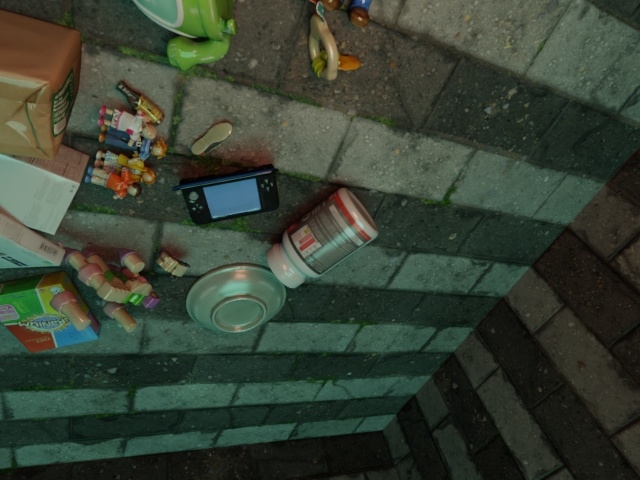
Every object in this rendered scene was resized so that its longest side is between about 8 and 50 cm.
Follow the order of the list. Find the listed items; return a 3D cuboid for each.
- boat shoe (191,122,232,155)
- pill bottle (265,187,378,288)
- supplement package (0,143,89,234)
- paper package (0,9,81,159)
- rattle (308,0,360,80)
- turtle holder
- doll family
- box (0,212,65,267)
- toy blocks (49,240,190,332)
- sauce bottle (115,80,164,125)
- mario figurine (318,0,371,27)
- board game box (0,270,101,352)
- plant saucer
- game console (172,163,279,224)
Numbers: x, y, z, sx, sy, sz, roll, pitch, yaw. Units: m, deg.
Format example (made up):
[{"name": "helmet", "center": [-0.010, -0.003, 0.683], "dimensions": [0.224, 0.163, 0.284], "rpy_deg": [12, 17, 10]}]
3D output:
[{"name": "boat shoe", "center": [-0.305, -0.288, 1.146], "dimensions": [0.137, 0.049, 0.043], "rpy_deg": [-34, 175, 9]}, {"name": "pill bottle", "center": [0.000, 0.000, 1.396], "dimensions": [0.363, 0.210, 0.210], "rpy_deg": [-36, 132, 14]}, {"name": "supplement package", "center": [-0.751, -0.158, 1.034], "dimensions": [0.203, 0.149, 0.194], "rpy_deg": [25, 120, -35]}, {"name": "paper package", "center": [-0.665, -0.330, 0.788], "dimensions": [0.310, 0.324, 0.168], "rpy_deg": [4, 130, -23]}, {"name": "rattle", "center": [0.040, -0.517, 1.003], "dimensions": [0.143, 0.130, 0.199], "rpy_deg": [-11, 129, -5]}, {"name": "turtle holder", "center": [-0.275, -0.538, 0.826], "dimensions": [0.228, 0.243, 0.320], "rpy_deg": [5, 171, -4]}, {"name": "doll family", "center": [-0.510, -0.239, 1.085], "dimensions": [0.163, 0.118, 0.262], "rpy_deg": [19, 113, -16]}, {"name": "box", "center": [-0.912, 0.004, 1.080], "dimensions": [0.323, 0.058, 0.232], "rpy_deg": [-4, 151, 13]}, {"name": "toy blocks", "center": [-0.663, 0.098, 1.284], "dimensions": [0.309, 0.260, 0.288], "rpy_deg": [-50, 162, -4]}, {"name": "sauce bottle", "center": [-0.463, -0.352, 1.031], "dimensions": [0.042, 0.042, 0.128], "rpy_deg": [-35, 135, 14]}, {"name": "mario figurine", "center": [0.114, -0.647, 0.867], "dimensions": [0.198, 0.170, 0.320], "rpy_deg": [-4, 139, -38]}, {"name": "board game box", "center": [-0.958, 0.257, 1.403], "dimensions": [0.243, 0.064, 0.316], "rpy_deg": [-11, 134, -9]}, {"name": "plant saucer", "center": [-0.328, 0.266, 1.605], "dimensions": [0.401, 0.100, 0.400], "rpy_deg": [-10, 134, -11]}, {"name": "game console", "center": [-0.268, -0.127, 1.214], "dimensions": [0.294, 0.173, 0.250], "rpy_deg": [-11, 133, -8]}]
